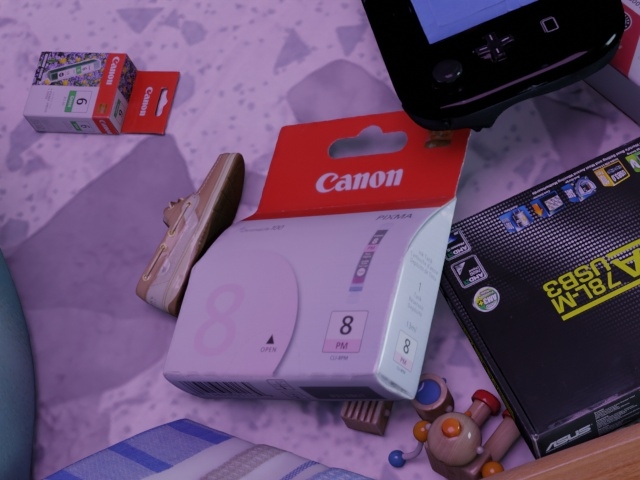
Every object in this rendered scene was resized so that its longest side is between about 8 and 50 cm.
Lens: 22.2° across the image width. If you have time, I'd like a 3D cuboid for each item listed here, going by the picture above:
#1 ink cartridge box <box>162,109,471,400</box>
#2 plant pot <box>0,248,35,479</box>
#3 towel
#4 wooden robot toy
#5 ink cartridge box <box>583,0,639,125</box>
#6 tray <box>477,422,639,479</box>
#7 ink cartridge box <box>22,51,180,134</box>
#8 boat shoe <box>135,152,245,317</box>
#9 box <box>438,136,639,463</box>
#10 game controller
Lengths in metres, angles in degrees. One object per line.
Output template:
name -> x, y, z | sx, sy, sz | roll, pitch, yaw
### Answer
ink cartridge box -> 0.000, 0.000, 1.159 | 0.189, 0.066, 0.232 | -4, 65, 37
plant pot -> -0.340, 0.070, 1.155 | 0.247, 0.248, 0.252 | -3, 54, 15
towel -> -0.061, 0.177, 1.018 | 0.285, 0.034, 0.209 | 12, 24, 42
wooden robot toy -> 0.090, 0.125, 1.086 | 0.173, 0.079, 0.076 | 28, 74, 26
ink cartridge box -> 0.284, -0.160, 1.179 | 0.175, 0.072, 0.127 | -42, 60, -7
tray -> 0.267, 0.181, 0.968 | 0.411, 0.076, 0.203 | -20, 32, 5
ink cartridge box -> -0.177, -0.119, 1.316 | 0.115, 0.029, 0.063 | 3, 64, 18
boat shoe -> -0.098, -0.010, 1.226 | 0.045, 0.050, 0.135 | 18, 70, 18
box -> 0.189, 0.034, 1.104 | 0.190, 0.045, 0.184 | -24, 49, -2
game controller -> 0.110, -0.204, 1.209 | 0.166, 0.067, 0.319 | -28, 42, 11
